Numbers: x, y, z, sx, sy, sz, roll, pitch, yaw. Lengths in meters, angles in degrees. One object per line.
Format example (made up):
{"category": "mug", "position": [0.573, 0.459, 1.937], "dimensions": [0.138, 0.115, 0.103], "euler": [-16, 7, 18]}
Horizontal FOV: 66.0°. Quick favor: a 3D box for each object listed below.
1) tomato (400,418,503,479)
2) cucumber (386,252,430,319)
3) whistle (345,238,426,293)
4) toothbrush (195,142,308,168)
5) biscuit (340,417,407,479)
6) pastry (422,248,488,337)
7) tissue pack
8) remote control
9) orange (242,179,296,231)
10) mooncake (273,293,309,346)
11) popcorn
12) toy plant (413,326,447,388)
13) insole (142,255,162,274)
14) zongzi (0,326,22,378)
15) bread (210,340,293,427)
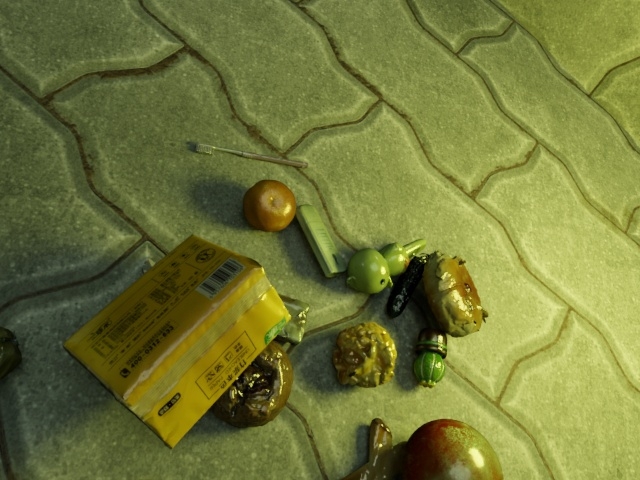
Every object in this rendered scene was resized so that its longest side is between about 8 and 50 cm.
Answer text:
{"category": "tomato", "position": [0.322, 0.573, 1.183], "dimensions": [0.270, 0.222, 0.271], "euler": [-13, 105, -54]}
{"category": "cucumber", "position": [0.262, 0.133, 1.493], "dimensions": [0.067, 0.067, 0.245], "euler": [39, 60, 1]}
{"category": "whistle", "position": [0.203, 0.076, 1.449], "dimensions": [0.293, 0.141, 0.141], "euler": [-12, 71, -19]}
{"category": "toothbrush", "position": [-0.208, -0.256, 1.524], "dimensions": [0.353, 0.024, 0.029], "euler": [8, 69, -17]}
{"category": "biscuit", "position": [0.152, 0.582, 1.247], "dimensions": [0.164, 0.047, 0.208], "euler": [37, 59, 1]}
{"category": "pastry", "position": [0.396, 0.160, 1.447], "dimensions": [0.257, 0.120, 0.236], "euler": [40, 37, -39]}
{"category": "tissue pack", "position": [-0.307, 0.202, 1.092], "dimensions": [0.293, 0.229, 0.382], "euler": [19, 52, 38]}
{"category": "remote control", "position": [0.000, 0.000, 1.452], "dimensions": [0.098, 0.038, 0.234], "euler": [-3, 62, -58]}
{"category": "orange", "position": [-0.148, -0.099, 1.418], "dimensions": [0.154, 0.134, 0.155], "euler": [0, 89, -18]}
{"category": "mooncake", "position": [-0.102, 0.209, 1.314], "dimensions": [0.129, 0.073, 0.125], "euler": [22, 57, -11]}
{"category": "popcorn", "position": [0.119, 0.307, 1.316], "dimensions": [0.170, 0.180, 0.180], "euler": [2, 58, -63]}
{"category": "toy plant", "position": [0.311, 0.335, 1.399], "dimensions": [0.092, 0.093, 0.163], "euler": [20, 64, -11]}
{"category": "insole", "position": [-0.351, 0.115, 1.302], "dimensions": [0.247, 0.011, 0.081], "euler": [27, 58, -7]}
{"category": "zongzi", "position": [-0.733, 0.325, 0.995], "dimensions": [0.250, 0.125, 0.275], "euler": [-14, 73, -18]}
{"category": "bread", "position": [-0.171, 0.339, 1.200], "dimensions": [0.229, 0.123, 0.230], "euler": [9, 63, -19]}
